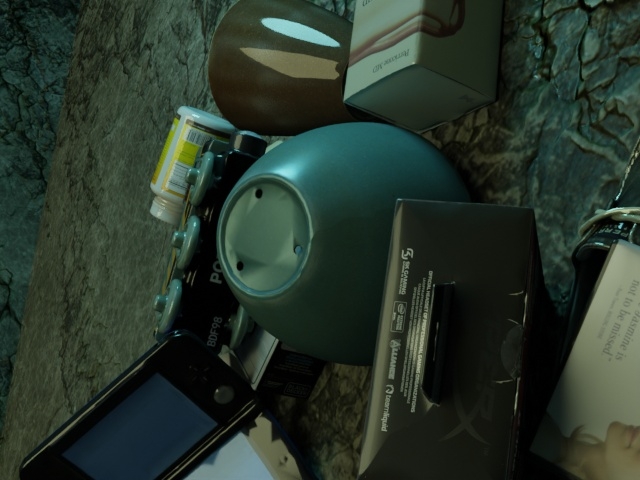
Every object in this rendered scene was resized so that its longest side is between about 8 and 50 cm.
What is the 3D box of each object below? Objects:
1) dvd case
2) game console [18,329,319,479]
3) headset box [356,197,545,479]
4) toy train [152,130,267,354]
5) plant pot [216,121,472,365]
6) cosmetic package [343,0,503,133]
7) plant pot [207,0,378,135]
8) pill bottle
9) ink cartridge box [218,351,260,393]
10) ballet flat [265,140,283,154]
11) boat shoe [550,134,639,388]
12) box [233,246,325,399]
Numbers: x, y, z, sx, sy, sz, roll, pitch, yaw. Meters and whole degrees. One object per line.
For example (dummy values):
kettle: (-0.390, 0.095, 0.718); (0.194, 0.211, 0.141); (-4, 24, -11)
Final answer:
dvd case: (0.283, 0.127, 0.579); (0.253, 0.022, 0.180); (25, 98, 32)
game console: (-0.190, 0.308, 1.093); (0.293, 0.250, 0.173); (-41, 30, 1)
headset box: (0.120, 0.103, 0.716); (0.110, 0.293, 0.218); (5, 77, 17)
toy train: (-0.149, 0.010, 1.212); (0.190, 0.142, 0.334); (-166, 91, -73)
plant pot: (0.000, 0.000, 0.961); (0.290, 0.195, 0.290); (-3, 86, 37)
cosmetic package: (0.132, -0.303, 1.062); (0.153, 0.129, 0.296); (-19, 60, 54)
plant pot: (-0.007, -0.238, 1.220); (0.230, 0.215, 0.215); (21, 94, 46)
pill bottle: (-0.249, -0.138, 1.641); (0.117, 0.117, 0.215); (39, 109, 59)
ink cartridge box: (-0.143, 0.255, 1.256); (0.090, 0.092, 0.143); (-22, 51, 15)
ballet flat: (-0.091, -0.068, 1.371); (0.086, 0.086, 0.248); (-42, 42, 43)
boat shoe: (0.264, 0.017, 0.682); (0.121, 0.119, 0.335); (-2, 74, 59)
box: (-0.024, 0.050, 1.190); (0.290, 0.087, 0.169); (-64, 31, 16)
